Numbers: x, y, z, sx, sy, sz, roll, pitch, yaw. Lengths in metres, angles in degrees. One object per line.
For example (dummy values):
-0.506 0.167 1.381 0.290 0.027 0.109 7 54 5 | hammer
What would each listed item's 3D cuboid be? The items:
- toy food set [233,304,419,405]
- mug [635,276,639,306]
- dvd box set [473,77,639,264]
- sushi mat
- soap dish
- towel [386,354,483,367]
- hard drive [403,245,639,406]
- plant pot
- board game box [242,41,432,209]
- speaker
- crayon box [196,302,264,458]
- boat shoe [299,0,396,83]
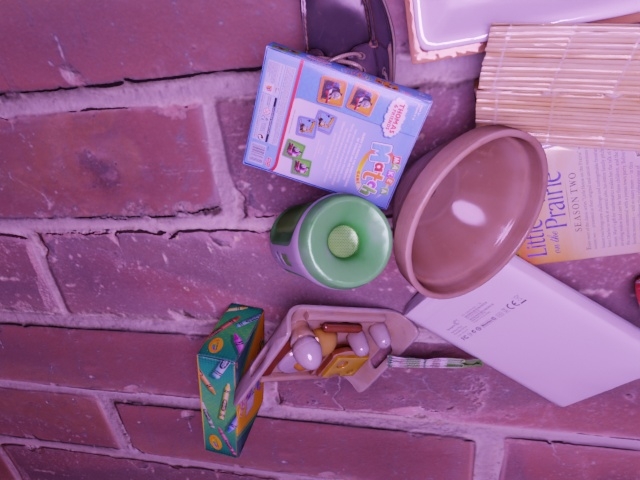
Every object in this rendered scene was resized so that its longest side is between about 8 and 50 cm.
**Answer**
0.016 0.228 0.833 0.305 0.093 0.220 10 128 -35 | toy food set
0.590 0.082 0.660 0.150 0.113 0.169 26 146 -27 | mug
0.447 -0.123 0.587 0.419 0.062 0.308 -10 120 27 | dvd box set
0.348 -0.174 0.520 0.316 0.019 0.152 8 137 15 | sushi mat
0.241 -0.355 0.523 0.290 0.118 0.229 -5 116 16 | soap dish
0.214 0.227 0.840 0.151 0.113 0.023 -10 73 35 | towel
0.356 0.155 0.775 0.352 0.047 0.233 30 138 -3 | hard drive
0.181 -0.048 0.605 0.237 0.110 0.238 -16 126 -23 | plant pot
0.016 -0.145 0.589 0.211 0.039 0.160 18 124 -2 | board game box
0.000 0.000 0.668 0.131 0.296 0.132 0 91 -14 | speaker
-0.183 0.296 0.947 0.081 0.165 0.279 9 120 9 | crayon box
0.047 -0.220 0.635 0.132 0.130 0.356 -9 115 18 | boat shoe
